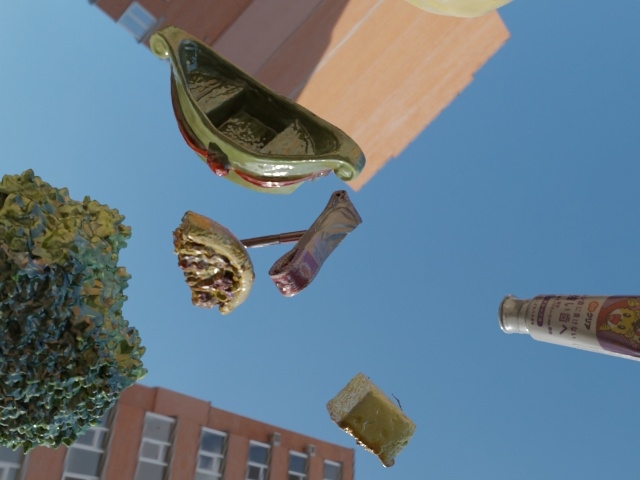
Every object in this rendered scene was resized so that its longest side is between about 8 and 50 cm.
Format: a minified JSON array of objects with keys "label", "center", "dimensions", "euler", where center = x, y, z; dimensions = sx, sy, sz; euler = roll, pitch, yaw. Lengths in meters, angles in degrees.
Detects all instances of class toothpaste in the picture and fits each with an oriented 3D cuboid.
[{"label":"toothpaste","center":[0.406,0.121,0.975],"dimensions":[0.299,0.073,0.114],"euler":[0,-124,50]}]

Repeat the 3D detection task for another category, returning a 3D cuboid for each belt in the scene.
[{"label":"belt","center":[0.000,0.000,1.055],"dimensions":[0.071,0.053,0.232],"euler":[-13,-151,42]}]

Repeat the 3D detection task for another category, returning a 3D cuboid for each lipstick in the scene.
[{"label":"lipstick","center":[-0.112,0.000,1.483],"dimensions":[0.176,0.027,0.027],"euler":[-7,-120,11]}]

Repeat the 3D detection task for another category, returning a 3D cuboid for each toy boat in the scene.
[{"label":"toy boat","center":[-0.053,-0.086,0.495],"dimensions":[0.185,0.071,0.089],"euler":[34,-131,7]}]

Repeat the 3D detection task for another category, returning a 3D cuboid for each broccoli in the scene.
[{"label":"broccoli","center":[-0.291,0.060,0.615],"dimensions":[0.235,0.260,0.288],"euler":[11,-64,33]}]

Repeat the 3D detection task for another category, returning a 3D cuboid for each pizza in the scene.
[{"label":"pizza","center":[-0.165,0.047,1.025],"dimensions":[0.127,0.246,0.058],"euler":[1,-130,-5]}]

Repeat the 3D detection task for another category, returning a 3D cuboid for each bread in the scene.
[{"label":"bread","center":[0.078,0.254,0.949],"dimensions":[0.084,0.109,0.080],"euler":[-48,-170,-1]}]

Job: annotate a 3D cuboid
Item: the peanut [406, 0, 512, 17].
[{"label":"peanut","center":[0.026,-0.239,0.328],"dimensions":[0.130,0.290,0.130],"euler":[-30,-141,28]}]
